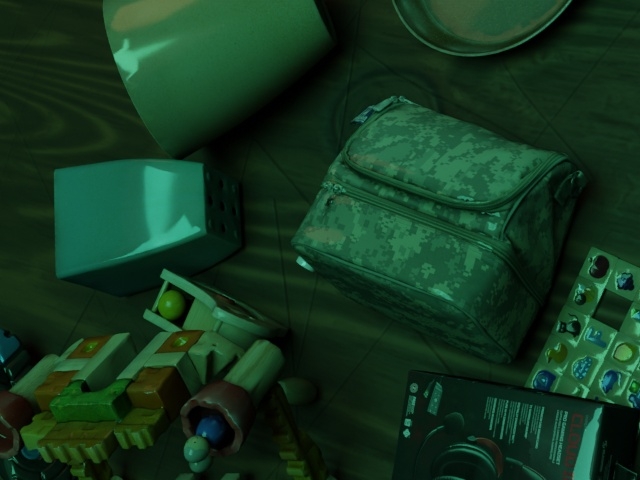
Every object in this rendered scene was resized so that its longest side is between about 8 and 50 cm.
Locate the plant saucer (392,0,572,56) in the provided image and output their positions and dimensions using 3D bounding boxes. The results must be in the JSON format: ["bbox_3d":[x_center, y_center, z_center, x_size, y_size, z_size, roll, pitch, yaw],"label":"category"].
[{"bbox_3d":[0.232,-0.387,1.860,0.311,0.050,0.310,-8,75,33],"label":"plant saucer"}]

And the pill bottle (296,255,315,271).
[{"bbox_3d":[0.000,0.000,1.932,0.043,0.043,0.083,36,99,35],"label":"pill bottle"}]

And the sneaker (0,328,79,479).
[{"bbox_3d":[-0.457,0.301,2.153,0.340,0.125,0.139,62,141,25],"label":"sneaker"}]

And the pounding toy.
[{"bbox_3d":[-0.145,0.157,1.927,0.269,0.154,0.154,27,95,36],"label":"pounding toy"}]

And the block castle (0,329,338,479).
[{"bbox_3d":[-0.226,0.302,1.835,0.453,0.213,0.303,-6,117,33],"label":"block castle"}]

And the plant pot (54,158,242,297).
[{"bbox_3d":[-0.240,-0.030,2.038,0.234,0.165,0.165,-12,73,24],"label":"plant pot"}]

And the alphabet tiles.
[{"bbox_3d":[0.355,0.152,1.676,0.198,0.009,0.237,28,96,35],"label":"alphabet tiles"}]

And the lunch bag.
[{"bbox_3d":[0.150,-0.029,1.748,0.305,0.212,0.256,22,75,35],"label":"lunch bag"}]

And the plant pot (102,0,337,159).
[{"bbox_3d":[-0.125,-0.281,1.984,0.274,0.256,0.256,-21,67,9],"label":"plant pot"}]

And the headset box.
[{"bbox_3d":[0.235,0.282,1.658,0.293,0.110,0.218,8,86,36],"label":"headset box"}]
